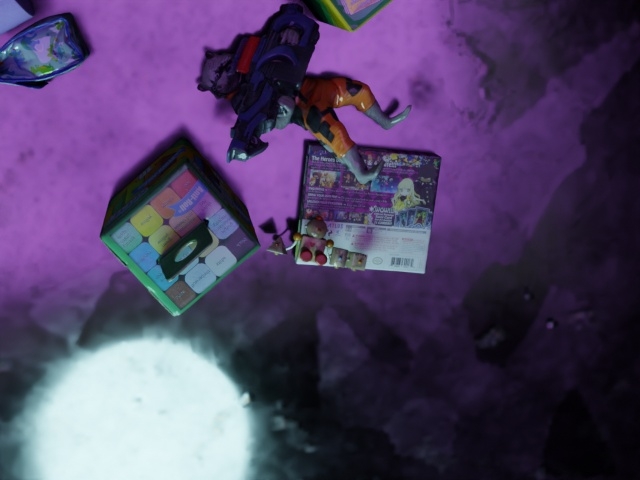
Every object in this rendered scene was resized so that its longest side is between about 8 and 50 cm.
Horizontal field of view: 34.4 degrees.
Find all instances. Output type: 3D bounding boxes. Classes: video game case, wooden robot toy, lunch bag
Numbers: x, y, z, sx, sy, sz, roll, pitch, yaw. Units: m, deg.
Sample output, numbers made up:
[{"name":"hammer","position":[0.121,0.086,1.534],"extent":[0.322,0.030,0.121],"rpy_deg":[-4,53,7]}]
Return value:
[{"name":"video game case","position":[0.080,-0.055,1.777],"extent":[0.232,0.042,0.210],"rpy_deg":[4,104,-9]},{"name":"wooden robot toy","position":[0.000,0.000,1.724],"extent":[0.173,0.076,0.079],"rpy_deg":[12,93,-11]},{"name":"lunch bag","position":[-0.443,-0.285,1.599],"extent":[0.151,0.129,0.096],"rpy_deg":[-22,106,-3]}]

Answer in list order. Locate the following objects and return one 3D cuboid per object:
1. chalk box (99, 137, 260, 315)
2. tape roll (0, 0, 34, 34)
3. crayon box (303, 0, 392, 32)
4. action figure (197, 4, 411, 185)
[{"name":"chalk box","position":[-0.220,-0.019,1.614],"extent":[0.180,0.289,0.179],"rpy_deg":[-40,106,3]},{"name":"tape roll","position":[-0.522,-0.422,1.476],"extent":[0.090,0.275,0.274],"rpy_deg":[-29,106,1]},{"name":"crayon box","position":[0.132,-0.469,1.539],"extent":[0.363,0.313,0.106],"rpy_deg":[-39,106,2]},{"name":"action figure","position":[-0.049,-0.190,1.633],"extent":[0.330,0.178,0.341],"rpy_deg":[28,54,0]}]
